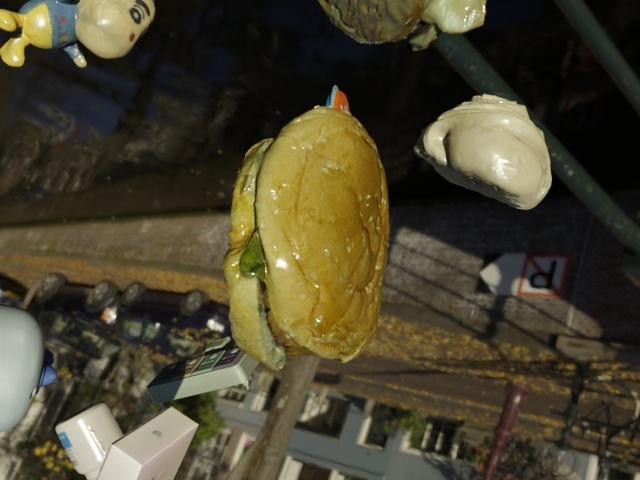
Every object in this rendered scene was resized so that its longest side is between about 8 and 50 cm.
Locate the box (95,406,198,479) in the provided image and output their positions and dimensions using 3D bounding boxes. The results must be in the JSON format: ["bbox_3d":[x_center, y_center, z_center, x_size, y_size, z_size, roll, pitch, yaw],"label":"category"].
[{"bbox_3d":[-0.225,0.290,0.882,0.051,0.130,0.129,28,-164,14],"label":"box"}]

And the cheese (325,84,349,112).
[{"bbox_3d":[0.027,-0.215,1.329,0.037,0.256,0.106,-7,119,13],"label":"cheese"}]

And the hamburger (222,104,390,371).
[{"bbox_3d":[0.000,0.002,0.792,0.134,0.284,0.265,0,160,14],"label":"hamburger"}]

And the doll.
[{"bbox_3d":[-0.251,-0.231,0.759,0.089,0.179,0.102,45,148,21],"label":"doll"}]

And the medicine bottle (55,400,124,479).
[{"bbox_3d":[-0.412,0.394,1.327,0.168,0.105,0.105,62,153,0],"label":"medicine bottle"}]

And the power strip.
[{"bbox_3d":[-0.208,0.243,1.357,0.216,0.145,0.061,-16,108,25],"label":"power strip"}]

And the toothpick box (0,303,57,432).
[{"bbox_3d":[-0.647,0.208,1.252,0.355,0.262,0.263,15,164,-26],"label":"toothpick box"}]

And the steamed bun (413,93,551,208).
[{"bbox_3d":[0.417,-0.221,1.706,0.310,0.219,0.324,30,-173,42],"label":"steamed bun"}]

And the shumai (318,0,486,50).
[{"bbox_3d":[0.161,-0.480,1.188,0.330,0.289,0.291,38,143,44],"label":"shumai"}]
